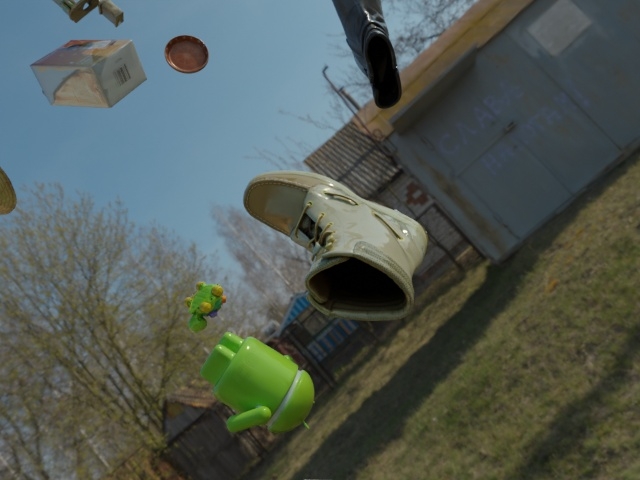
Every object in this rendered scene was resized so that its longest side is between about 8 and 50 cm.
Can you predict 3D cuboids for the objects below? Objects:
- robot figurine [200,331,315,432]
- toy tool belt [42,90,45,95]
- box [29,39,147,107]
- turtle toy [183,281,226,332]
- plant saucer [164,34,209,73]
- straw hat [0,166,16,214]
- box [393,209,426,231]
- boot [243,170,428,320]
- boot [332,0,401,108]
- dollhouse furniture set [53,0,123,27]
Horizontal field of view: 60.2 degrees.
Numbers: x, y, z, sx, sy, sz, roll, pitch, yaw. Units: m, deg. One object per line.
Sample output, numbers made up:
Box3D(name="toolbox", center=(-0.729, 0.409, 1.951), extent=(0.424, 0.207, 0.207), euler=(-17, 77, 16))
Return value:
Box3D(name="robot figurine", center=(-0.056, 0.138, 0.532), extent=(0.067, 0.115, 0.101), euler=(-56, 3, 20))
Box3D(name="toy tool belt", center=(-0.701, -0.401, 1.427), extent=(0.052, 0.051, 0.083), euler=(-41, -30, -13))
Box3D(name="box", center=(-0.475, -0.346, 1.138), extent=(0.130, 0.171, 0.091), euler=(-61, -30, -41))
Box3D(name="turtle toy", center=(-0.280, 0.160, 1.339), extent=(0.095, 0.066, 0.130), euler=(8, 57, 44))
Box3D(name="plant saucer", center=(-0.258, -0.358, 1.066), extent=(0.083, 0.083, 0.013), euler=(-40, -6, -21))
Box3D(name="straw hat", center=(-0.481, -0.072, 0.719), extent=(0.144, 0.144, 0.061), euler=(-46, 12, 44))
Box3D(name="box", center=(0.138, 0.012, 1.297), extent=(0.203, 0.103, 0.114), euler=(-15, -44, -47))
Box3D(name="boot", center=(0.000, 0.000, 0.681), extent=(0.203, 0.262, 0.095), euler=(-55, -13, -65))
Box3D(name="boot", center=(0.100, -0.470, 1.180), extent=(0.118, 0.338, 0.222), euler=(-23, 37, 11))
Box3D(name="dollhouse furniture set", center=(-0.579, -0.601, 1.316), extent=(0.101, 0.182, 0.161), euler=(-52, 5, -22))
